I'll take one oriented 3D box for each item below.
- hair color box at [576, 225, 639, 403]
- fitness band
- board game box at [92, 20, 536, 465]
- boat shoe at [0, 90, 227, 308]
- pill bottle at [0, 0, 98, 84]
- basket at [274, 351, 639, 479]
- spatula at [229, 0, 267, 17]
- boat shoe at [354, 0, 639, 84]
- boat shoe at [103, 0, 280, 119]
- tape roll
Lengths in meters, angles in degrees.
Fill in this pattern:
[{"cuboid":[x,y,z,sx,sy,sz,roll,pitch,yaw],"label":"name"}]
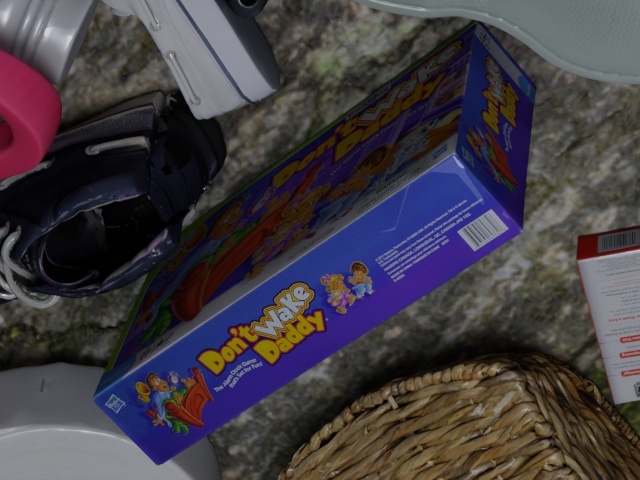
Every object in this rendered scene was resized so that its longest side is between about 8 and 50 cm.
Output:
[{"cuboid":[0.258,0.060,1.512,0.072,0.043,0.141,-10,116,15],"label":"hair color box"},{"cuboid":[-0.323,-0.114,1.422,0.209,0.054,0.291,34,155,-33],"label":"fitness band"},{"cuboid":[0.000,0.000,1.412,0.347,0.233,0.078,-35,109,24],"label":"board game box"},{"cuboid":[-0.242,-0.002,1.495,0.340,0.158,0.127,-27,111,22],"label":"boat shoe"},{"cuboid":[-0.282,-0.198,1.415,0.215,0.117,0.117,23,120,-4],"label":"pill bottle"},{"cuboid":[0.118,0.220,1.598,0.299,0.223,0.213,-35,75,25],"label":"basket"},{"cuboid":[-0.005,-0.297,1.346,0.084,0.030,0.296,23,106,-4],"label":"spatula"},{"cuboid":[0.151,-0.202,1.354,0.302,0.091,0.114,19,136,-6],"label":"boat shoe"},{"cuboid":[-0.128,-0.200,1.402,0.084,0.095,0.258,-25,111,17],"label":"boat shoe"},{"cuboid":[-0.226,0.249,1.636,0.286,0.100,0.286,-1,121,-2],"label":"tape roll"}]
